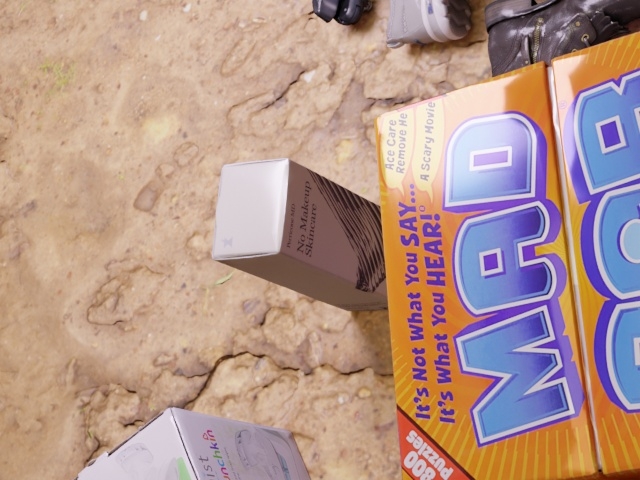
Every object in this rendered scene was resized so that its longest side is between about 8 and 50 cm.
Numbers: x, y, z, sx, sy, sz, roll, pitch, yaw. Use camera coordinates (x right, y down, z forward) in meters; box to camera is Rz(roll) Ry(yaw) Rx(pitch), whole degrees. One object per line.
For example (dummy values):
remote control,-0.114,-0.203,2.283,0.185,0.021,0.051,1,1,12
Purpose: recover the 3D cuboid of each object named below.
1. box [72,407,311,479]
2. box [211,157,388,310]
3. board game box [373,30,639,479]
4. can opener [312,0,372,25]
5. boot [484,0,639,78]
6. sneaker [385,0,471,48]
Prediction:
box,-0.175,0.325,1.478,0.262,0.231,0.126,-38,58,20
box,0.000,0.000,1.420,0.094,0.275,0.113,-4,74,34
board game box,0.301,0.053,1.145,0.356,0.357,0.356,-15,68,31
can opener,0.040,-0.363,1.633,0.059,0.073,0.186,-6,64,42
boot,0.282,-0.169,1.399,0.263,0.091,0.228,-8,74,42
sneaker,0.106,-0.372,1.558,0.115,0.105,0.281,-15,69,31
